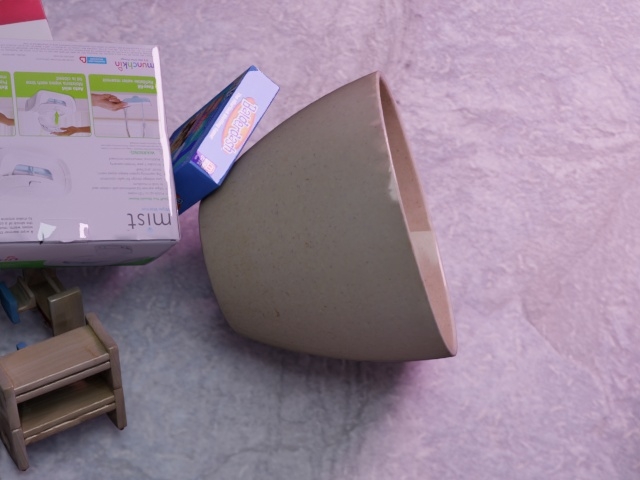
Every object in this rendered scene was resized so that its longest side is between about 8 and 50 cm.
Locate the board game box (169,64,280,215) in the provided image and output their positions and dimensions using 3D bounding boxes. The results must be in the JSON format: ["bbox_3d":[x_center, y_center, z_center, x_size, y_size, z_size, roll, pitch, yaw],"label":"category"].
[{"bbox_3d":[-0.146,-0.098,1.713,0.047,0.210,0.160,39,57,-15],"label":"board game box"}]

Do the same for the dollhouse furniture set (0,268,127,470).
[{"bbox_3d":[-0.311,0.130,1.607,0.129,0.129,0.183,-21,43,-24],"label":"dollhouse furniture set"}]

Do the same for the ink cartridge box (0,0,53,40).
[{"bbox_3d":[-0.376,-0.177,1.748,0.127,0.128,0.176,-12,64,-21],"label":"ink cartridge box"}]

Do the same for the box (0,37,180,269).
[{"bbox_3d":[-0.301,-0.091,1.584,0.262,0.127,0.231,-2,77,-28],"label":"box"}]

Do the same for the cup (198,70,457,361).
[{"bbox_3d":[0.000,0.000,1.664,0.237,0.331,0.331,-16,62,9],"label":"cup"}]
